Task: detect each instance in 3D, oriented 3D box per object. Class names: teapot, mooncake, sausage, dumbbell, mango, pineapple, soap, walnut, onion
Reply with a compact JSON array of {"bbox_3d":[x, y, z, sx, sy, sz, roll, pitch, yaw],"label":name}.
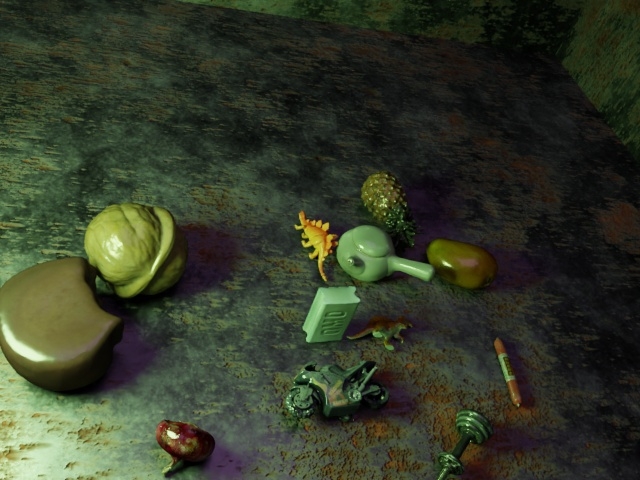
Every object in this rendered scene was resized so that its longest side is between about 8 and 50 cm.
[{"bbox_3d":[0.213,0.048,2.117,0.319,0.149,0.219,9,47,-9],"label":"teapot"},{"bbox_3d":[-0.666,0.207,1.621,0.326,0.174,0.333,23,52,7],"label":"mooncake"},{"bbox_3d":[0.590,0.411,1.983,0.034,0.034,0.253,6,45,-14],"label":"sausage"},{"bbox_3d":[0.383,0.566,1.718,0.110,0.110,0.254,35,53,15],"label":"dumbbell"},{"bbox_3d":[0.488,0.082,2.193,0.255,0.139,0.175,17,32,8],"label":"mango"},{"bbox_3d":[0.272,-0.095,2.263,0.169,0.169,0.340,-9,49,-26],"label":"pineapple"},{"bbox_3d":[0.030,0.218,1.853,0.119,0.198,0.066,0,49,-20],"label":"soap"},{"bbox_3d":[-0.523,0.027,1.804,0.296,0.285,0.285,31,30,-44],"label":"walnut"},{"bbox_3d":[-0.339,0.507,1.519,0.150,0.150,0.140,23,75,3],"label":"onion"}]

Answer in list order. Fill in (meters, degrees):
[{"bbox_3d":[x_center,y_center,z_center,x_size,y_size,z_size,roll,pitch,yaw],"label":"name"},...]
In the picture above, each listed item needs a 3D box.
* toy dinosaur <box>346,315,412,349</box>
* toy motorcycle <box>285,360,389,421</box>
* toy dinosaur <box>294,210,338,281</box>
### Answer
[{"bbox_3d":[0.190,0.267,1.968,0.212,0.057,0.142,16,33,-6],"label":"toy dinosaur"},{"bbox_3d":[0.040,0.406,1.746,0.308,0.108,0.173,-1,43,-23],"label":"toy motorcycle"},{"bbox_3d":[0.000,0.000,2.119,0.117,0.070,0.288,-30,57,5],"label":"toy dinosaur"}]
